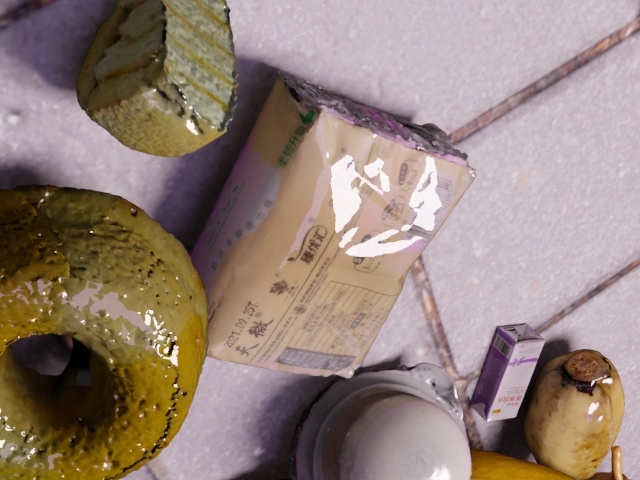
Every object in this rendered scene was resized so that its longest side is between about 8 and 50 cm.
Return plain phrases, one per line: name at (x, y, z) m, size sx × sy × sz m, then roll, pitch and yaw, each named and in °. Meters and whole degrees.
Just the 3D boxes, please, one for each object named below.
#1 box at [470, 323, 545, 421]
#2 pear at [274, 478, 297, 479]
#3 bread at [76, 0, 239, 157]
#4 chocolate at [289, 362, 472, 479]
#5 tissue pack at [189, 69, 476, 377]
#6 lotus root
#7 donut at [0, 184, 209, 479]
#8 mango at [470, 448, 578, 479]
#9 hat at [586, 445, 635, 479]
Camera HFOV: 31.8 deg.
box at (0.220, 0.157, 1.323) m, size 0.051 × 0.036 × 0.117 m, roll -4°, pitch 122°, yaw -31°
pear at (-0.011, 0.460, 1.217) m, size 0.399 × 0.398 × 0.165 m, roll -22°, pitch 168°, yaw -20°
bread at (-0.129, -0.132, 0.861) m, size 0.110 × 0.156 × 0.103 m, roll -28°, pitch 133°, yaw 30°
chocolate at (0.087, 0.223, 1.144) m, size 0.221 × 0.147 × 0.221 m, roll 4°, pitch 78°, yaw -19°
tissue pack at (0.000, 0.000, 1.013) m, size 0.215 × 0.123 × 0.256 m, roll 15°, pitch 109°, yaw -37°
lotus root at (0.305, 0.226, 1.370) m, size 0.125 × 0.118 × 0.220 m, roll -25°, pitch 138°, yaw -32°
donut at (-0.216, 0.097, 0.894) m, size 0.272 × 0.107 × 0.272 m, roll -3°, pitch 121°, yaw -5°
mango at (0.236, 0.322, 1.328) m, size 0.317 × 0.119 × 0.176 m, roll 11°, pitch 147°, yaw -5°
hat at (0.351, 0.355, 1.441) m, size 0.244 × 0.233 × 0.233 m, roll 9°, pitch 118°, yaw 9°
